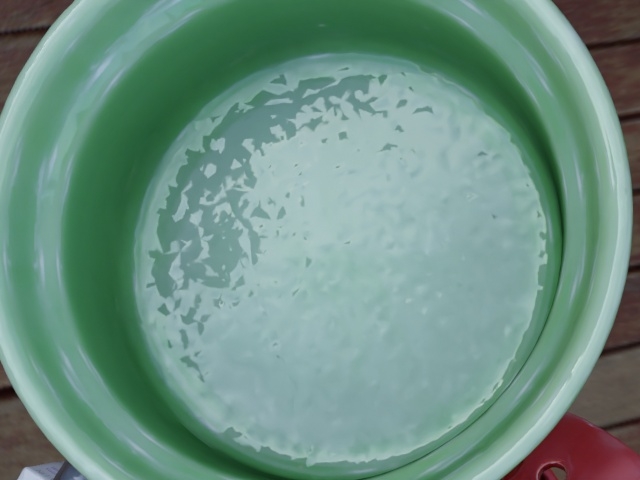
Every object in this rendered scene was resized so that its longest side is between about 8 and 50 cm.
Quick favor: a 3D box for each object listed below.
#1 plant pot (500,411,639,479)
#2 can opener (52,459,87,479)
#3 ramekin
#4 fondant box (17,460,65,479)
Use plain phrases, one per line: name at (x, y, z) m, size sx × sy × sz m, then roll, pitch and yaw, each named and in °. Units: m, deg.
plant pot at (0.166, 0.244, 1.118) m, size 0.174 × 0.191 × 0.191 m, roll -45°, pitch 103°, yaw -19°
can opener at (-0.196, 0.162, 1.293) m, size 0.095 × 0.283 × 0.076 m, roll 39°, pitch 99°, yaw -4°
ramekin at (0.000, 0.000, 0.781) m, size 0.303 × 0.148 × 0.303 m, roll -2°, pitch 80°, yaw 10°
fondant box at (-0.138, 0.300, 1.502) m, size 0.238 × 0.330 × 0.096 m, roll 30°, pitch 94°, yaw 16°
